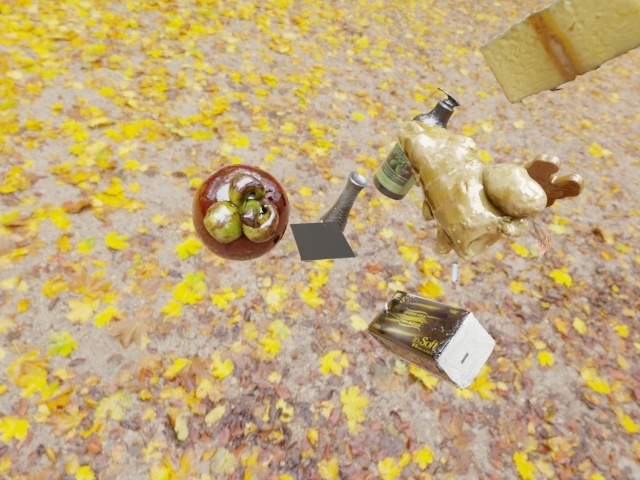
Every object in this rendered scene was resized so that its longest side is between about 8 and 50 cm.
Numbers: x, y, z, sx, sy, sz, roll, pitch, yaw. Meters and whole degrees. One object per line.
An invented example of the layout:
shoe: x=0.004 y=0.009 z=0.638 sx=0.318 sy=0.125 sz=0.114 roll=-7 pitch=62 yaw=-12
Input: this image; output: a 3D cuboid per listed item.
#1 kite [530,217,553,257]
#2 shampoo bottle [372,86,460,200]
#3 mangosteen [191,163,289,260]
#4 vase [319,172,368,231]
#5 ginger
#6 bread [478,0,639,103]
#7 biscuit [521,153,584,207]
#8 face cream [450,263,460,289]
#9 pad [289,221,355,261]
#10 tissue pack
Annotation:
kite: x=0.722 y=-0.023 z=1.441 sx=0.222 sy=0.008 sz=0.125 roll=-22 pitch=83 yaw=-51
shampoo bottle: x=0.240 y=-0.231 z=1.073 sx=0.101 sy=0.284 sz=0.101 roll=22 pitch=36 yaw=-17
mangosteen: x=-0.168 y=-0.056 z=0.922 sx=0.215 sy=0.215 sz=0.257 roll=5 pitch=7 yaw=-10
vase: x=0.091 y=-0.142 z=1.635 sx=0.115 sy=0.237 sz=0.115 roll=16 pitch=42 yaw=-15
ginger: x=0.153 y=-0.055 z=0.488 sx=0.081 sy=0.115 sz=0.205 roll=-19 pitch=40 yaw=-12
bread: x=0.406 y=-0.350 z=0.721 sx=0.142 sy=0.266 sz=0.178 roll=8 pitch=77 yaw=-27
biscuit: x=0.681 y=-0.177 z=1.382 sx=0.186 sy=0.295 sz=0.044 roll=40 pitch=74 yaw=-6
face cream: x=0.443 y=0.119 z=1.433 sx=0.021 sy=0.083 sz=0.040 roll=5 pitch=-1 yaw=44
pad: x=0.000 y=-0.001 z=1.334 sx=0.160 sy=0.009 sz=0.265 roll=-4 pitch=26 yaw=-10
tissue pack: x=0.360 y=0.324 z=1.452 sx=0.210 sy=0.198 sz=0.370 roll=-46 pitch=24 yaw=-18
